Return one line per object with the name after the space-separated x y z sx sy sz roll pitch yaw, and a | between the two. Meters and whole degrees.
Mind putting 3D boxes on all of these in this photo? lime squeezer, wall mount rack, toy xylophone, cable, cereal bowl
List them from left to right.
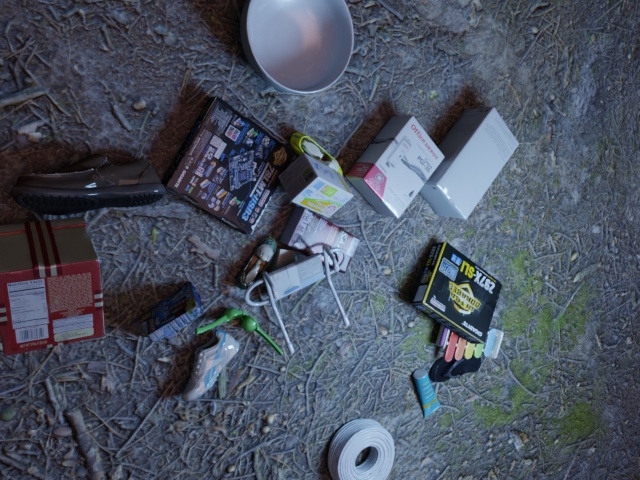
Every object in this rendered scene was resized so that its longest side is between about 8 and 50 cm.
-0.235 0.262 1.700 0.310 0.110 0.059 24 123 -36 | lime squeezer
-0.081 -0.587 1.613 0.338 0.141 0.339 -5 101 -29 | cereal bowl
-0.045 0.177 1.734 0.349 0.130 0.304 -24 137 -13 | wall mount rack
0.147 0.771 2.009 0.257 0.089 0.257 22 88 -31 | cable
0.577 0.347 2.187 0.322 0.081 0.237 6 95 -31 | toy xylophone

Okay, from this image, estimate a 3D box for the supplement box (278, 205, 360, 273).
0.000 0.000 1.801 0.239 0.073 0.130 28 85 -32 | supplement box

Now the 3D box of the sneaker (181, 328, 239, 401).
-0.344 0.371 1.669 0.092 0.087 0.229 43 70 -21 | sneaker

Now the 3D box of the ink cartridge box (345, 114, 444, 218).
0.251 -0.248 1.875 0.207 0.117 0.283 44 77 -28 | ink cartridge box

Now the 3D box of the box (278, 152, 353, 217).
-0.010 -0.162 1.688 0.114 0.103 0.203 -41 149 20 | box

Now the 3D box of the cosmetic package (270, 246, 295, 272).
-0.121 0.082 1.764 0.060 0.041 0.115 10 94 -32 | cosmetic package

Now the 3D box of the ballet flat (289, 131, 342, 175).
-0.002 -0.252 1.753 0.231 0.077 0.077 39 77 -29 | ballet flat

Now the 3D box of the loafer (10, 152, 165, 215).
-0.586 -0.149 1.426 0.365 0.133 0.130 -6 75 -38 | loafer

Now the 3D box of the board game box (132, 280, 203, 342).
-0.422 0.216 1.555 0.194 0.194 0.060 -32 112 -6 | board game box

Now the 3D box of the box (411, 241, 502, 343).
0.507 0.195 2.065 0.322 0.079 0.257 34 65 -21 | box

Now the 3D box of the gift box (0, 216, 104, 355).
-0.667 0.110 1.340 0.255 0.258 0.277 -4 120 -31 | gift box

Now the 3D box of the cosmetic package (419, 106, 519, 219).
0.517 -0.276 2.001 0.197 0.155 0.366 46 76 -27 | cosmetic package

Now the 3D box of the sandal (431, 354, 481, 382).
0.541 0.496 2.207 0.254 0.054 0.097 -9 103 -28 | sandal

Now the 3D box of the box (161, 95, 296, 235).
-0.259 -0.208 1.617 0.293 0.073 0.296 31 82 -31 | box

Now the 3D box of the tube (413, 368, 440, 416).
0.406 0.584 2.154 0.080 0.052 0.207 -28 118 -13 | tube

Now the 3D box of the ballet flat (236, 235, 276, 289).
-0.187 0.070 1.708 0.070 0.070 0.189 35 80 -30 | ballet flat
